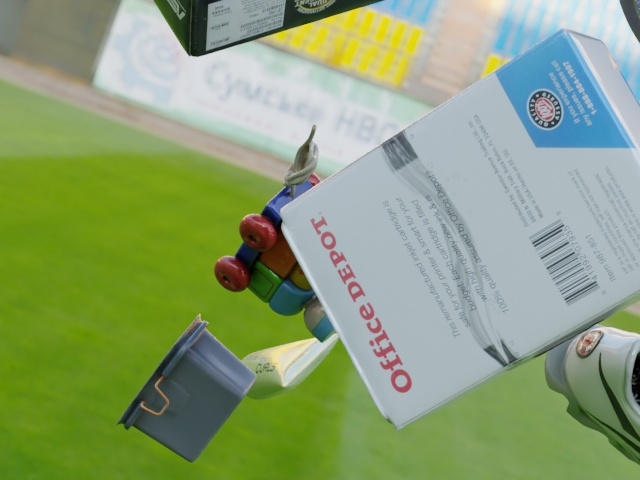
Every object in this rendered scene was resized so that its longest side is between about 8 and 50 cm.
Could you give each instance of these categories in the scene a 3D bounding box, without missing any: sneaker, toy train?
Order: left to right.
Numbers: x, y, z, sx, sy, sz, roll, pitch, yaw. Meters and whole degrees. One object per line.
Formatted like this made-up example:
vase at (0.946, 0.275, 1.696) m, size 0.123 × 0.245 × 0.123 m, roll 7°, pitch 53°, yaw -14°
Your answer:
toy train at (0.000, 0.000, 1.802) m, size 0.143 × 0.105 × 0.248 m, roll 41°, pitch -37°, yaw 5°
sneaker at (0.379, 0.196, 1.728) m, size 0.330 × 0.122 × 0.146 m, roll 33°, pitch -16°, yaw -17°

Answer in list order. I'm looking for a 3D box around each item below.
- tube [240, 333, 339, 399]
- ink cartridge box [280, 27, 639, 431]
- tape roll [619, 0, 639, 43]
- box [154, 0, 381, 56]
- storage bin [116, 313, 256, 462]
tube at (-0.042, 0.151, 2.116) m, size 0.062 × 0.070 × 0.240 m, roll 8°, pitch -10°, yaw -16°
ink cartridge box at (0.154, -0.007, 1.545) m, size 0.223 × 0.307 × 0.129 m, roll 62°, pitch 22°, yaw 9°
tape roll at (0.426, -0.270, 2.024) m, size 0.189 × 0.080 × 0.189 m, roll 53°, pitch -15°, yaw 21°
box at (-0.015, -0.362, 1.746) m, size 0.395 × 0.097 × 0.318 m, roll -20°, pitch 58°, yaw -20°
storage bin at (-0.135, 0.162, 1.837) m, size 0.091 × 0.135 × 0.098 m, roll 36°, pitch 24°, yaw 1°
